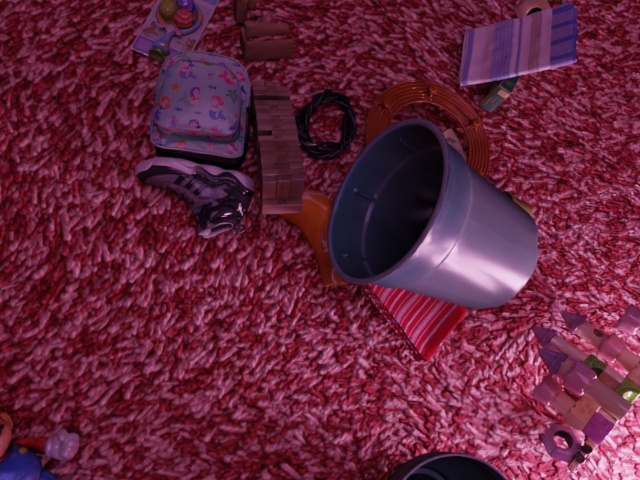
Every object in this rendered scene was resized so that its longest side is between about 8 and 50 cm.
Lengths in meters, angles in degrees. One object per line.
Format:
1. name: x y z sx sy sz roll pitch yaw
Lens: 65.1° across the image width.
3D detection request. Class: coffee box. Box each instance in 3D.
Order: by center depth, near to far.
1. coffee box: 0.503 -0.443 1.342 0.040 0.113 0.184 33 76 -3

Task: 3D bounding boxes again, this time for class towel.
1. towel: 0.215 0.120 1.169 0.199 0.031 0.275 -40 97 -29
2. towel: 0.502 -0.503 1.291 0.285 0.034 0.209 -2 59 32

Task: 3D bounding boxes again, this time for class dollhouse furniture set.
1. dollhouse furniture set: -0.141 -0.561 1.250 0.123 0.144 0.151 -10 65 -17

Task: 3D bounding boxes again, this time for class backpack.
1. backpack: -0.267 -0.305 1.142 0.225 0.191 0.253 7 72 -8

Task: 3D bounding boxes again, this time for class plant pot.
1. plant pot: 0.238 0.572 1.028 0.293 0.196 0.293 2 78 -10
2. plant pot: 0.246 -0.020 1.040 0.334 0.341 0.341 24 73 -28
3. plant pot: 0.494 -0.077 1.285 0.079 0.083 0.083 13 75 -21

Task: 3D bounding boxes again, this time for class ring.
1. ring: 0.270 -0.243 1.220 0.336 0.032 0.336 4 76 -15

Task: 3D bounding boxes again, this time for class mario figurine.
1. mario figurine: -0.581 0.415 0.920 0.170 0.198 0.320 -43 93 6

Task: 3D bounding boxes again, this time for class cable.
1. cable: 0.023 -0.292 1.251 0.150 0.047 0.184 44 70 -4

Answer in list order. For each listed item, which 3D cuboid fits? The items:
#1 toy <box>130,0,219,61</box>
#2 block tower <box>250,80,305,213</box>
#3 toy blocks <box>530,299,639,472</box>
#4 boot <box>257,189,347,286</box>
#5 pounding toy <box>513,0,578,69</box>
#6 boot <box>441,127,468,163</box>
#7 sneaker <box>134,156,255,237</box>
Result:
1. toy: -0.357 -0.550 1.239 0.137 0.056 0.237 22 75 -6
2. block tower: -0.101 -0.218 1.130 0.091 0.097 0.335 -3 56 -11
3. toy blocks: 0.590 0.301 1.169 0.288 0.309 0.260 -32 52 -27
4. boot: 0.000 0.000 1.159 0.295 0.104 0.211 3 77 -14
5. pounding toy: 0.625 -0.579 1.367 0.181 0.094 0.206 -19 81 -41
6. boot: 0.299 -0.166 1.265 0.213 0.077 0.165 -37 89 -16
7. sneaker: -0.287 -0.092 1.126 0.268 0.101 0.153 9 74 -11
